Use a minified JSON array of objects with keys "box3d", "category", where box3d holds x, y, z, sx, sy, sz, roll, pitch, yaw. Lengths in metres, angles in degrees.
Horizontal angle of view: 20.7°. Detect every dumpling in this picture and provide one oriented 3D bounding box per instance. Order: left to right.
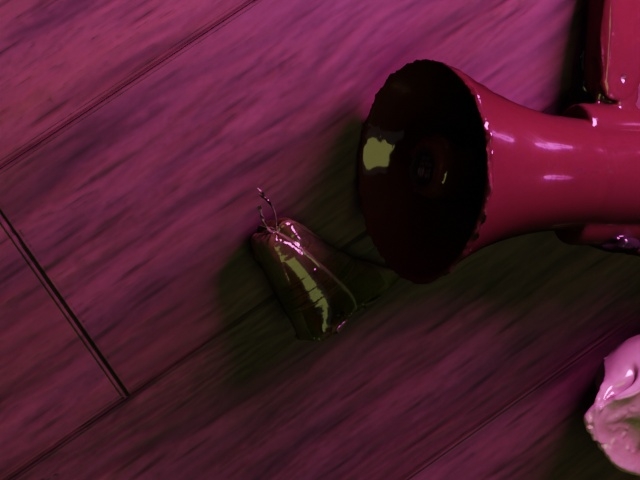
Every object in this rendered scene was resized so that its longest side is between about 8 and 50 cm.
[{"box3d":[0.340,0.164,1.739,0.181,0.111,0.155,-24,111,-7],"category":"dumpling"}]

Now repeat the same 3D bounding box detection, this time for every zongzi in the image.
[{"box3d":[0.000,0.000,1.595,0.130,0.062,0.154,-35,103,-30],"category":"zongzi"}]

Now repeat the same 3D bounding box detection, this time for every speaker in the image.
[{"box3d":[0.203,-0.104,1.602,0.329,0.198,0.259,-7,73,-34],"category":"speaker"}]
